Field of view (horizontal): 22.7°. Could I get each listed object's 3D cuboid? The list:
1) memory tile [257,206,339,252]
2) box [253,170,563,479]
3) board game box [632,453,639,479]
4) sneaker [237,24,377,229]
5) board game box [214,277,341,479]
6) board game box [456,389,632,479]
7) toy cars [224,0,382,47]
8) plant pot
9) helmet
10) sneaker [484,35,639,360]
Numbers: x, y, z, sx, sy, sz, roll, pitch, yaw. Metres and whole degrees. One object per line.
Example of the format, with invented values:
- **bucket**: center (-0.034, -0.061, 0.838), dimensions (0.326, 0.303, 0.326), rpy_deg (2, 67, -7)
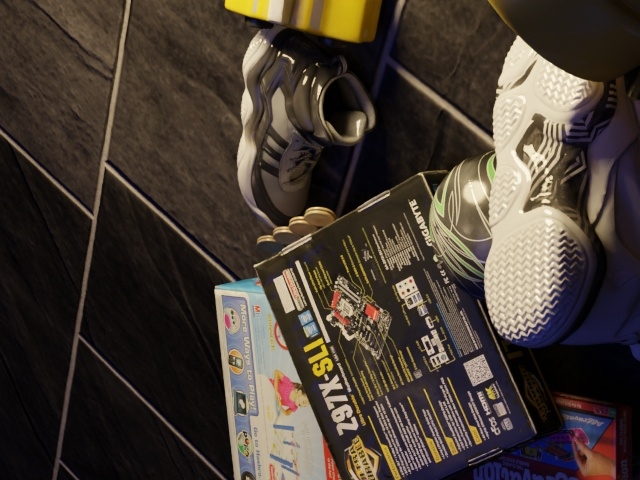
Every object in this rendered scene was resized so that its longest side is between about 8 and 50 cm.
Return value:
- **memory tile**: center (0.000, 0.000, 1.957), dimensions (0.148, 0.113, 0.012), rpy_deg (-29, 46, 51)
- **box**: center (0.094, 0.117, 1.808), dimensions (0.257, 0.079, 0.322), rpy_deg (-30, 77, 31)
- **board game box**: center (0.389, 0.276, 1.712), dimensions (0.194, 0.060, 0.194), rpy_deg (-15, 100, 53)
- **sneaker**: center (-0.016, -0.115, 1.886), dimensions (0.153, 0.101, 0.269), rpy_deg (27, 129, 39)
- **board game box**: center (0.004, 0.209, 2.029), dimensions (0.302, 0.086, 0.308), rpy_deg (4, 102, 47)
- **board game box**: center (0.247, 0.241, 1.807), dimensions (0.281, 0.027, 0.145), rpy_deg (4, 98, 57)
- **toy cars**: center (-0.089, -0.360, 1.770), dimensions (0.176, 0.087, 0.394), rpy_deg (-36, 88, 26)
- **plant pot**: center (0.271, -0.301, 1.349), dimensions (0.239, 0.254, 0.254), rpy_deg (-34, 86, 36)
- **helmet**: center (0.194, -0.013, 1.665), dimensions (0.169, 0.161, 0.169), rpy_deg (27, 132, 36)
- **sneaker**: center (0.280, -0.060, 1.555), dimensions (0.137, 0.210, 0.366), rpy_deg (-11, 67, 55)
